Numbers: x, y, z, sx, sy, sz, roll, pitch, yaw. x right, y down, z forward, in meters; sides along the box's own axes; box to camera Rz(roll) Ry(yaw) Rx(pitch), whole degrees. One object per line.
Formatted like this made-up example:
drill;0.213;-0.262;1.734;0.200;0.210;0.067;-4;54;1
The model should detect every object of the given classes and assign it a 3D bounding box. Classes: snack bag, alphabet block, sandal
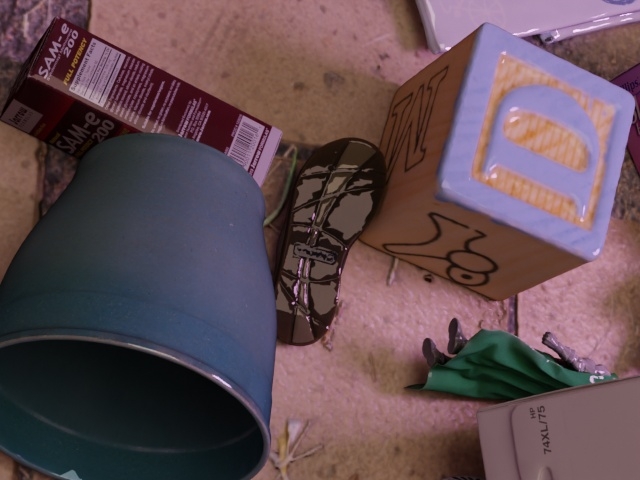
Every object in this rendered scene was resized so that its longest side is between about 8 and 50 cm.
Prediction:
snack bag;0.210;-0.369;1.871;0.342;0.037;0.323;-16;82;-27
alphabet block;0.175;-0.073;1.685;0.192;0.197;0.193;25;68;-16
sandal;0.000;0.000;1.670;0.090;0.060;0.219;16;84;-13

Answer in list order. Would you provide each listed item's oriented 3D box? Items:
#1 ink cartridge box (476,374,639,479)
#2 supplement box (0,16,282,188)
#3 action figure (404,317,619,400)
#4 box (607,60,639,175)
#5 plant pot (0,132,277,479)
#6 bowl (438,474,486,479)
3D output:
ink cartridge box;0.314;0.242;1.605;0.270;0.197;0.198;7;71;-50
supplement box;-0.172;-0.109;1.580;0.239;0.130;0.073;27;67;-14
action figure;0.218;0.134;1.704;0.232;0.137;0.063;16;57;-28
box;0.472;-0.111;1.869;0.213;0.117;0.243;-20;84;-27
plant pot;-0.160;0.055;1.483;0.271;0.271;0.255;22;53;-17
bowl;0.164;0.311;1.639;0.170;0.080;0.170;7;73;-21
